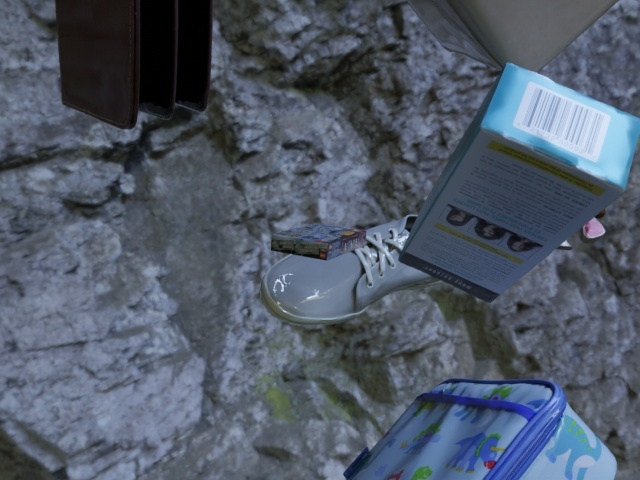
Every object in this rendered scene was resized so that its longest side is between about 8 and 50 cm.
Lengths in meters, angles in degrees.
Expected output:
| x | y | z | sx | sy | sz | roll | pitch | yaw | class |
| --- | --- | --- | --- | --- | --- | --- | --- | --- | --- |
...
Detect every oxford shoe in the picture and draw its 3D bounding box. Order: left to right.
| x | y | z | sx | sy | sz | roll | pitch | yaw | class |
| --- | --- | --- | --- | --- | --- | --- | --- | --- | --- |
| 0.093 | 0.040 | 1.182 | 0.449 | 0.169 | 0.130 | -12 | -29 | -29 | oxford shoe |

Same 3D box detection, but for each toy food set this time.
| x | y | z | sx | sy | sz | roll | pitch | yaw | class |
| --- | --- | --- | --- | --- | --- | --- | --- | --- | --- |
| 0.265 | -0.045 | 0.664 | 0.077 | 0.122 | 0.019 | -2 | -36 | -8 | toy food set |

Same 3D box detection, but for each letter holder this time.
| x | y | z | sx | sy | sz | roll | pitch | yaw | class |
| --- | --- | --- | --- | --- | --- | --- | --- | --- | --- |
| -0.197 | -0.294 | 0.725 | 0.151 | 0.302 | 0.214 | -12 | 25 | -38 | letter holder |

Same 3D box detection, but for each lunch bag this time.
| x | y | z | sx | sy | sz | roll | pitch | yaw | class |
| --- | --- | --- | --- | --- | --- | --- | --- | --- | --- |
| 0.111 | 0.188 | 0.502 | 0.176 | 0.090 | 0.219 | -41 | 1 | -17 | lunch bag |

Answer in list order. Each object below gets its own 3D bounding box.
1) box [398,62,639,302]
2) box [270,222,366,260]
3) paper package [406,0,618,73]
| x | y | z | sx | sy | sz | roll | pitch | yaw | class |
| --- | --- | --- | --- | --- | --- | --- | --- | --- | --- |
| 0.143 | -0.028 | 0.510 | 0.244 | 0.100 | 0.060 | 106 | -170 | -67 | box |
| 0.000 | 0.000 | 0.952 | 0.093 | 0.027 | 0.137 | 9 | 12 | 27 | box |
| 0.158 | -0.355 | 0.511 | 0.309 | 0.325 | 0.168 | -41 | 25 | 8 | paper package |
